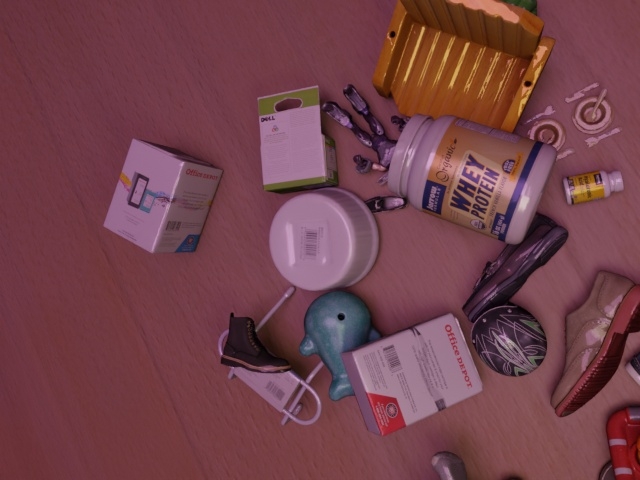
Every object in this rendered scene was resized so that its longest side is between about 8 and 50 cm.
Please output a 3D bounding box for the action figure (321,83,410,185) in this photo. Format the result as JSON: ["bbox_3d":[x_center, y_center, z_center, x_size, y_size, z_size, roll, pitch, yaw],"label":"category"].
[{"bbox_3d":[0.136,-0.265,1.415,0.185,0.099,0.285,-44,79,7],"label":"action figure"}]

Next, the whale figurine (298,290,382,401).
[{"bbox_3d":[0.054,0.256,1.387,0.216,0.141,0.272,-5,67,-7],"label":"whale figurine"}]

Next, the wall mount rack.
[{"bbox_3d":[-0.095,0.313,1.502,0.350,0.130,0.304,36,106,18],"label":"wall mount rack"}]

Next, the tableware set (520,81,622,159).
[{"bbox_3d":[0.571,-0.265,1.267,0.194,0.039,0.128,-26,81,20],"label":"tableware set"}]

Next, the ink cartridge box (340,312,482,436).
[{"bbox_3d":[0.214,0.310,1.307,0.272,0.114,0.197,-18,82,-16],"label":"ink cartridge box"}]

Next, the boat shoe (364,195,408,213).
[{"bbox_3d":[0.164,-0.094,1.434,0.125,0.038,0.046,-1,91,22],"label":"boat shoe"}]

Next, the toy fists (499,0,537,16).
[{"bbox_3d":[0.367,-0.532,1.319,0.279,0.096,0.142,8,93,23],"label":"toy fists"}]

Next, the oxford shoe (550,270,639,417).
[{"bbox_3d":[0.600,0.232,1.240,0.130,0.123,0.348,38,107,45],"label":"oxford shoe"}]

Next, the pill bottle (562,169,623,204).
[{"bbox_3d":[0.609,-0.122,1.240,0.116,0.065,0.065,-12,86,21],"label":"pill bottle"}]

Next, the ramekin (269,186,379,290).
[{"bbox_3d":[0.000,0.000,1.437,0.277,0.135,0.277,2,95,27],"label":"ramekin"}]

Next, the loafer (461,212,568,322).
[{"bbox_3d":[0.440,0.064,1.303,0.302,0.109,0.095,-46,55,10],"label":"loafer"}]

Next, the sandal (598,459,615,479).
[{"bbox_3d":[0.712,0.508,1.205,0.219,0.060,0.090,-31,79,19],"label":"sandal"}]

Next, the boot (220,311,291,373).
[{"bbox_3d":[-0.165,0.265,1.428,0.197,0.077,0.137,5,84,20],"label":"boot"}]

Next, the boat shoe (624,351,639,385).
[{"bbox_3d":[0.773,0.333,1.165,0.254,0.095,0.079,48,118,24],"label":"boat shoe"}]

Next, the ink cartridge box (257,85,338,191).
[{"bbox_3d":[-0.061,-0.266,1.495,0.188,0.097,0.255,-5,87,22],"label":"ink cartridge box"}]

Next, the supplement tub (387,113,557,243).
[{"bbox_3d":[0.332,-0.146,1.233,0.316,0.228,0.228,22,99,20],"label":"supplement tub"}]

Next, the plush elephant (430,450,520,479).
[{"bbox_3d":[0.312,0.693,1.290,0.255,0.271,0.330,-41,35,53],"label":"plush elephant"}]

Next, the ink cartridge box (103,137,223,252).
[{"bbox_3d":[-0.450,-0.125,1.598,0.197,0.198,0.270,25,99,21],"label":"ink cartridge box"}]

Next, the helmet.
[{"bbox_3d":[0.428,0.226,1.257,0.169,0.161,0.170,2,95,18],"label":"helmet"}]

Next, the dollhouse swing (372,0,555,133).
[{"bbox_3d":[0.281,-0.366,1.189,0.346,0.305,0.315,26,119,14],"label":"dollhouse swing"}]

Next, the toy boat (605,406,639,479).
[{"bbox_3d":[0.676,0.439,1.127,0.151,0.151,0.231,-9,49,22],"label":"toy boat"}]
